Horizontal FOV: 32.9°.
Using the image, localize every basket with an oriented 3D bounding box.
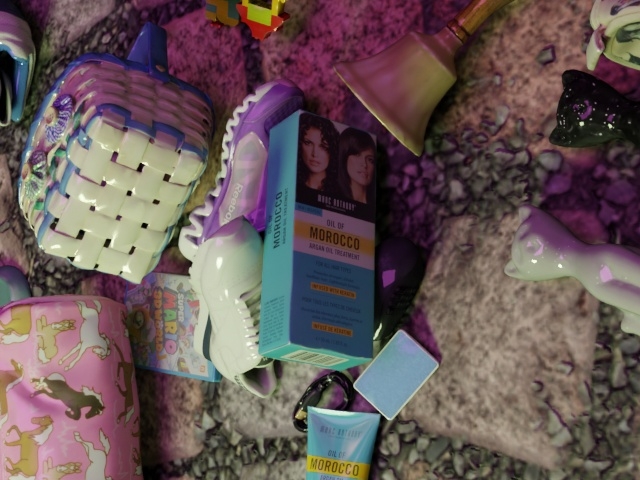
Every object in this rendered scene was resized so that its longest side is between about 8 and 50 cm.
[{"bbox_3d":[-0.238,-0.109,1.271,0.255,0.201,0.289,-62,19,19],"label":"basket"}]

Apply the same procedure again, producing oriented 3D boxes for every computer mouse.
[{"bbox_3d":[0.030,0.101,1.120,0.071,0.041,0.242,38,107,34],"label":"computer mouse"}]

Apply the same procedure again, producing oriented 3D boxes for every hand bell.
[{"bbox_3d":[0.142,-0.210,1.057,0.242,0.126,0.126,-43,59,10],"label":"hand bell"}]

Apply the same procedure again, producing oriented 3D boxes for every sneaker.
[{"bbox_3d":[-0.063,-0.059,1.190,0.104,0.095,0.236,35,110,29],"label":"sneaker"},{"bbox_3d":[-0.077,0.070,1.131,0.095,0.090,0.235,44,152,29],"label":"sneaker"},{"bbox_3d":[-0.528,-0.206,1.539,0.323,0.130,0.236,-50,53,15],"label":"sneaker"}]

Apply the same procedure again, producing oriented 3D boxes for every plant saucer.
[{"bbox_3d":[-0.447,0.093,1.505,0.119,0.021,0.119,-6,80,38],"label":"plant saucer"}]

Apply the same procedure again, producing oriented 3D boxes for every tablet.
[{"bbox_3d":[0.076,0.135,1.092,0.054,0.006,0.083,42,110,12],"label":"tablet"}]

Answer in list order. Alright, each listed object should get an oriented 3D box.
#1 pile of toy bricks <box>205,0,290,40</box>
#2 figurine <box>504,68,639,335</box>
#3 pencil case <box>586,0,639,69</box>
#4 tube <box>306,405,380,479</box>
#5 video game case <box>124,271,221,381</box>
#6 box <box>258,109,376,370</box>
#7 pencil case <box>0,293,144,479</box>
[{"bbox_3d":[-0.110,-0.295,1.261,0.212,0.118,0.105,22,126,22],"label":"pile of toy bricks"},{"bbox_3d":[0.262,-0.032,0.939,0.209,0.092,0.215,26,101,45],"label":"figurine"},{"bbox_3d":[0.323,-0.334,0.873,0.183,0.160,0.410,9,89,19],"label":"pencil case"},{"bbox_3d":[0.013,0.277,1.108,0.080,0.052,0.207,4,82,17],"label":"tube"},{"bbox_3d":[-0.177,0.100,1.297,0.166,0.015,0.119,4,86,38],"label":"video game case"},{"bbox_3d":[0.000,0.000,1.084,0.060,0.100,0.244,-26,56,52],"label":"box"},{"bbox_3d":[-0.297,0.258,1.263,0.167,0.160,0.386,-10,82,24],"label":"pencil case"}]
